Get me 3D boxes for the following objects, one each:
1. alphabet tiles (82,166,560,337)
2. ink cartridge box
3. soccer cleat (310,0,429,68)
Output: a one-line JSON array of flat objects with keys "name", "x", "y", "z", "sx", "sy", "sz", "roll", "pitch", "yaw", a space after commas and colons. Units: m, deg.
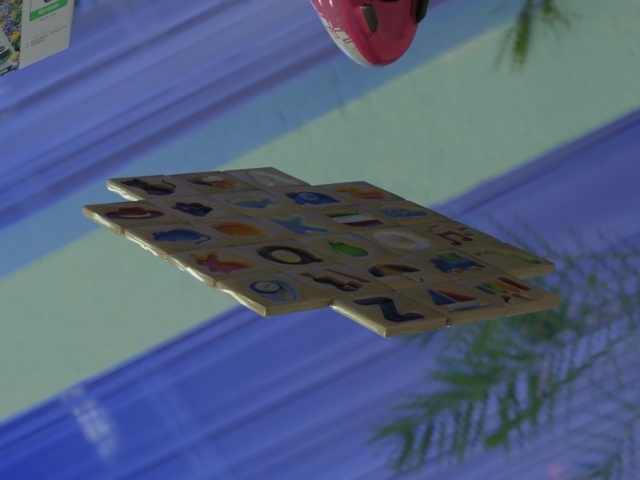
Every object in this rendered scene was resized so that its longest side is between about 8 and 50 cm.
[{"name": "alphabet tiles", "x": 0.000, "y": 0.000, "z": 1.169, "sx": 0.342, "sy": 0.285, "sz": 0.011, "roll": 26, "pitch": 115, "yaw": 45}, {"name": "ink cartridge box", "x": -0.139, "y": -0.115, "z": 0.670, "sx": 0.029, "sy": 0.063, "sz": 0.115, "roll": 53, "pitch": 153, "yaw": 16}, {"name": "soccer cleat", "x": -0.011, "y": -0.294, "z": 1.195, "sx": 0.116, "sy": 0.143, "sz": 0.331, "roll": -26, "pitch": -73, "yaw": -45}]
